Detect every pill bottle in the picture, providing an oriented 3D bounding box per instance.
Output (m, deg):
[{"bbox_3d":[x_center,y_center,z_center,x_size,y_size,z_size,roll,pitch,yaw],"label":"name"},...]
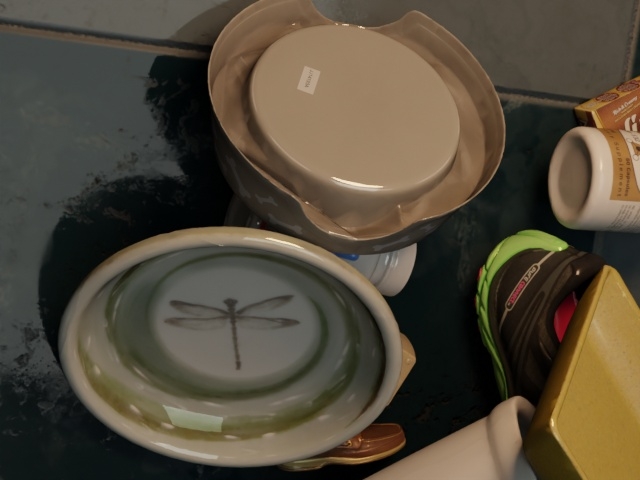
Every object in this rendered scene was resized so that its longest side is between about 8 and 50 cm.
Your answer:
[{"bbox_3d":[0.000,0.000,1.627,0.222,0.124,0.124,17,94,-21],"label":"pill bottle"},{"bbox_3d":[0.422,-0.074,1.700,0.229,0.131,0.131,3,99,-19],"label":"pill bottle"}]

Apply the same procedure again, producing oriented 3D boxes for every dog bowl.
[{"bbox_3d":[0.033,-0.135,1.531,0.349,0.102,0.348,9,53,-12],"label":"dog bowl"}]

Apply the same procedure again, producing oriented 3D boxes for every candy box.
[{"bbox_3d":[0.446,-0.166,1.787,0.187,0.053,0.109,-26,108,-14],"label":"candy box"}]

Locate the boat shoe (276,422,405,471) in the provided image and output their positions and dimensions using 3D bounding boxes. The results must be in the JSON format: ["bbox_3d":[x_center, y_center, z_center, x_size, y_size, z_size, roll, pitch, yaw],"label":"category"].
[{"bbox_3d":[0.026,0.255,1.714,0.178,0.064,0.060,-5,103,-15],"label":"boat shoe"}]

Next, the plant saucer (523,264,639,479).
[{"bbox_3d":[0.345,0.247,1.516,0.081,0.332,0.332,-23,109,32],"label":"plant saucer"}]

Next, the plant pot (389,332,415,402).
[{"bbox_3d":[0.060,0.154,1.689,0.109,0.096,0.109,34,88,-22],"label":"plant pot"}]

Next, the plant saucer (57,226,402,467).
[{"bbox_3d":[-0.103,0.111,1.566,0.401,0.100,0.400,1,132,1],"label":"plant saucer"}]

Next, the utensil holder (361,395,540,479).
[{"bbox_3d":[0.146,0.419,1.590,0.385,0.327,0.327,-30,110,14],"label":"utensil holder"}]

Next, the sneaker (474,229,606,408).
[{"bbox_3d":[0.345,0.221,1.732,0.185,0.202,0.482,-31,110,-29],"label":"sneaker"}]
